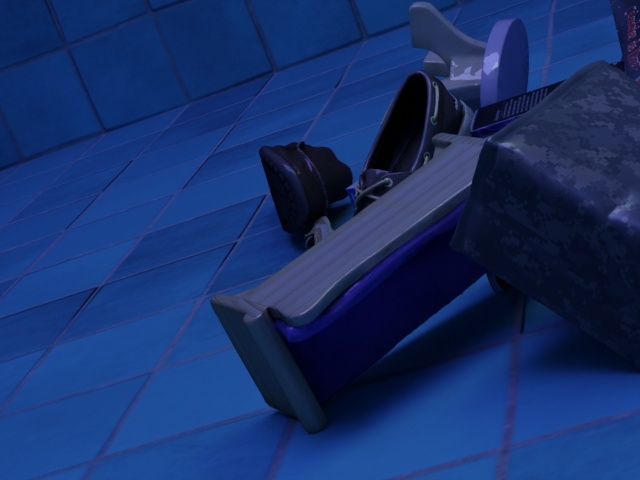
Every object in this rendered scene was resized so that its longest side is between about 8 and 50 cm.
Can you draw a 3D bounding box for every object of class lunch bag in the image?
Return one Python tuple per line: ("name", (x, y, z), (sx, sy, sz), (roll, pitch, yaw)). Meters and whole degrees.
("lunch bag", (0.306, -0.044, 1.486), (0.235, 0.169, 0.287), (34, 45, 21))

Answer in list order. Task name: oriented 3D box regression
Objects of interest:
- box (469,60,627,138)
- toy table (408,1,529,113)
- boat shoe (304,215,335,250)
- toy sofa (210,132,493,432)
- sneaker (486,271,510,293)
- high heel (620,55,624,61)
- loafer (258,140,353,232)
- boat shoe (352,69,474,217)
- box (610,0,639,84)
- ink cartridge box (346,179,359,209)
("box", (0.311, -0.116, 1.908), (0.207, 0.153, 0.108), (-19, 16, 16))
("toy table", (0.230, -0.255, 2.394), (0.161, 0.252, 0.274), (1, 13, 17))
("boat shoe", (0.000, 0.000, 2.137), (0.045, 0.050, 0.135), (-18, 15, -6))
("toy sofa", (0.082, 0.040, 1.617), (0.363, 0.150, 0.177), (-37, 24, -22))
("sneaker", (0.234, 0.023, 1.745), (0.067, 0.042, 0.118), (-19, 13, 25))
("high heel", (0.412, -0.191, 2.065), (0.117, 0.082, 0.244), (-37, 27, 46))
("loafer", (-0.018, -0.104, 2.330), (0.130, 0.133, 0.366), (-17, 10, -1))
("boat shoe", (0.092, -0.066, 1.904), (0.117, 0.097, 0.324), (0, 57, 47))
("box", (0.440, -0.211, 1.894), (0.044, 0.159, 0.233), (-38, 29, 29))
("ink cartridge box", (0.138, -0.047, 2.015), (0.207, 0.097, 0.046), (-7, 22, 43))
